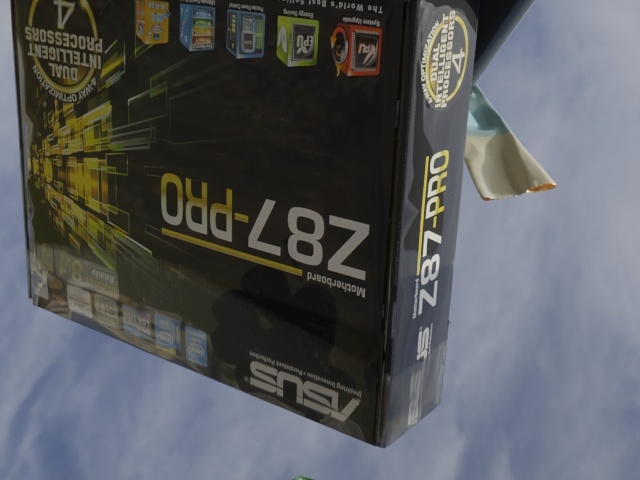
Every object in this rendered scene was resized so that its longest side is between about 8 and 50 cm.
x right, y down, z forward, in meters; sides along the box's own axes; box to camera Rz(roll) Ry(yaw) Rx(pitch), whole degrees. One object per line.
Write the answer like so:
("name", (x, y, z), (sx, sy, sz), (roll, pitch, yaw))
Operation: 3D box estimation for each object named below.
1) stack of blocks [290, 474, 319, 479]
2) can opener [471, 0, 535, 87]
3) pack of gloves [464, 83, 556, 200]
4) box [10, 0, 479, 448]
("stack of blocks", (-0.048, 0.297, 0.812), (0.171, 0.297, 0.087), (9, -84, 24))
("can opener", (0.123, -0.199, 0.586), (0.093, 0.280, 0.074), (33, -114, 6))
("pack of gloves", (0.105, -0.123, 0.944), (0.195, 0.046, 0.232), (-9, -137, -15))
("box", (-0.081, -0.056, 0.719), (0.395, 0.318, 0.097), (17, -154, 33))
